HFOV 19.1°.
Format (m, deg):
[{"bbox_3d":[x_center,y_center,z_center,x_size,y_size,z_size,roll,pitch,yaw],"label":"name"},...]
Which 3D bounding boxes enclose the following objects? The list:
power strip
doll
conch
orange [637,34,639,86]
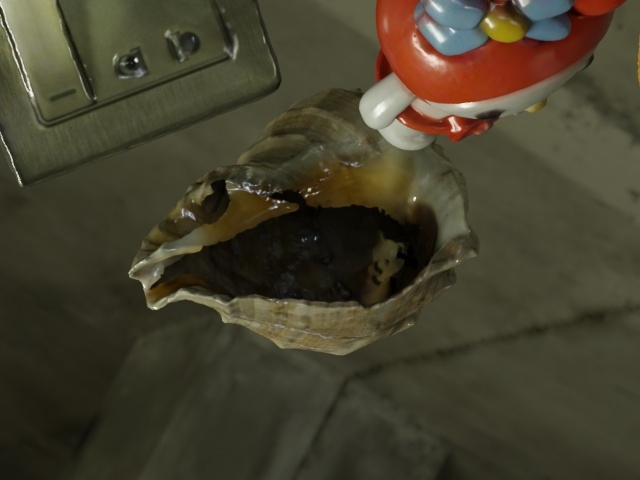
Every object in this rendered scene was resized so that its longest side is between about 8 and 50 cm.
[{"bbox_3d":[-0.192,-0.207,1.651,0.092,0.251,0.257,24,134,69],"label":"power strip"},{"bbox_3d":[0.106,-0.144,1.144,0.130,0.161,0.290,59,156,11],"label":"doll"},{"bbox_3d":[0.004,0.008,1.605,0.263,0.324,0.186,28,146,48],"label":"conch"},{"bbox_3d":[0.245,-0.097,1.067,0.136,0.117,0.135,5,128,6],"label":"orange"}]
